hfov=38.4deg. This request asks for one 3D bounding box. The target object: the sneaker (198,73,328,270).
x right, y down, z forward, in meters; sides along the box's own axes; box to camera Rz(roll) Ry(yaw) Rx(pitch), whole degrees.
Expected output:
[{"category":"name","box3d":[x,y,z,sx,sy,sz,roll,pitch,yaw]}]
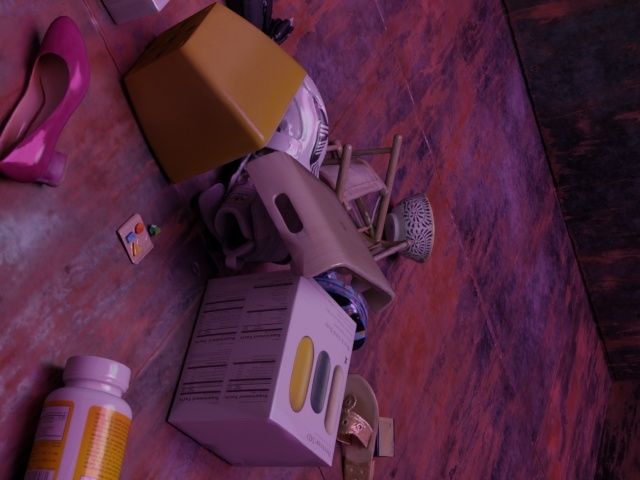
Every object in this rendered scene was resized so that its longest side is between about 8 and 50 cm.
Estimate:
[{"category":"sneaker","box3d":[-0.096,-0.122,1.593,0.210,0.137,0.365,-18,115,-59]}]

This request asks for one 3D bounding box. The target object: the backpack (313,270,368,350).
[{"category":"backpack","box3d":[0.013,0.135,1.734,0.117,0.173,0.158,-53,128,-51]}]

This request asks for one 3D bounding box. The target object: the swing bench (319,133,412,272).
[{"category":"swing bench","box3d":[0.057,-0.077,1.881,0.253,0.165,0.254,-20,106,-60]}]

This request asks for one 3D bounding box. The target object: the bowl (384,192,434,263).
[{"category":"bowl","box3d":[0.200,-0.028,2.166,0.170,0.080,0.170,178,-90,-75]}]

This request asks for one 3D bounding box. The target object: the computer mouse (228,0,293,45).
[{"category":"computer mouse","box3d":[-0.125,-0.484,1.741,0.188,0.072,0.272,-53,128,-50]}]

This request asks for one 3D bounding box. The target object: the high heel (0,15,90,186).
[{"category":"high heel","box3d":[-0.379,-0.196,1.224,0.117,0.082,0.244,22,77,-68]}]

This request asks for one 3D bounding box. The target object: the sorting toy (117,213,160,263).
[{"category":"sorting toy","box3d":[-0.277,-0.010,1.424,0.083,0.012,0.062,-54,129,-50]}]

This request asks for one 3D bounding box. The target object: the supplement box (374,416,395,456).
[{"category":"supplement box","box3d":[0.117,0.421,1.966,0.083,0.056,0.083,23,64,-56]}]

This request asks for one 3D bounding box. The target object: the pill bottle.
[{"category":"pill bottle","box3d":[-0.312,0.262,1.196,0.117,0.118,0.208,41,49,-50]}]

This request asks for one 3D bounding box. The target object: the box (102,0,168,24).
[{"category":"box","box3d":[-0.296,-0.445,1.413,0.170,0.091,0.130,62,36,-32]}]

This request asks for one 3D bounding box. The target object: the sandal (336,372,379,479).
[{"category":"sandal","box3d":[0.066,0.393,1.855,0.079,0.088,0.240,-4,92,-66]}]

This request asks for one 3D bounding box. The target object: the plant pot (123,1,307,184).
[{"category":"plant pot","box3d":[-0.183,-0.248,1.470,0.187,0.212,0.212,51,41,-27]}]

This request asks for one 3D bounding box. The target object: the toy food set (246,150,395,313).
[{"category":"toy food set","box3d":[0.000,0.000,1.504,0.219,0.092,0.306,61,11,24]}]

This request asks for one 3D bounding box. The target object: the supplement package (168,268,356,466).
[{"category":"supplement package","box3d":[-0.087,0.215,1.516,0.199,0.198,0.262,49,43,-44]}]
